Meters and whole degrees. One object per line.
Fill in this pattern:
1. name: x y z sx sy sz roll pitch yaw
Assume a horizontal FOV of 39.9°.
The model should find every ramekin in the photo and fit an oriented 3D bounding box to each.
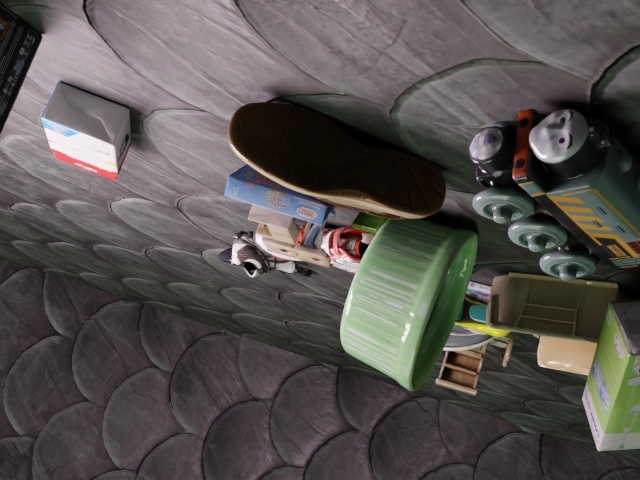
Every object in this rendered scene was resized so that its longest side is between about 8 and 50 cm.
1. ramekin: 0.156 0.100 1.569 0.148 0.304 0.303 21 166 18

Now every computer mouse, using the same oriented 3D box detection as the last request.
1. computer mouse: -0.138 0.054 2.247 0.242 0.041 0.071 11 173 0

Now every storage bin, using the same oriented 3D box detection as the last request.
1. storage bin: 0.494 0.172 1.736 0.260 0.123 0.262 5 160 40

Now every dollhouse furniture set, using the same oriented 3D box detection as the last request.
1. dollhouse furniture set: 0.359 0.278 2.190 0.212 0.161 0.242 15 165 13
2. dollhouse furniture set: -0.031 -0.050 1.561 0.128 0.129 0.184 15 164 12
3. dollhouse furniture set: 0.114 0.009 1.661 0.058 0.076 0.152 14 144 35

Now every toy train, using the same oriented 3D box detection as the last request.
1. toy train: 0.332 -0.058 1.126 0.190 0.142 0.334 -12 146 40

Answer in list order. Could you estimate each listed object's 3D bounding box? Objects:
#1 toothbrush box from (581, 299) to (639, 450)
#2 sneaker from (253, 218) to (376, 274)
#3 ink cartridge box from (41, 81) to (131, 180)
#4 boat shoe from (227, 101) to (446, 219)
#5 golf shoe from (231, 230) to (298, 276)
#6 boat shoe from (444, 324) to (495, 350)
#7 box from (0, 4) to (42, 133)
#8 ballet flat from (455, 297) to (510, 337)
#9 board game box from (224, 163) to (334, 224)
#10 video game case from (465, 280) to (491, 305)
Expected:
1. toothbrush box: 0.585 0.232 1.513 0.206 0.122 0.283 -4 133 0
2. sneaker: 0.001 -0.001 1.779 0.270 0.090 0.145 16 164 -4
3. ink cartridge box: -0.423 -0.193 1.618 0.134 0.078 0.231 21 165 -7
4. boat shoe: 0.016 -0.106 1.342 0.341 0.123 0.123 16 165 -13
5. golf shoe: -0.140 0.053 2.122 0.198 0.094 0.077 28 161 -36
6. boat shoe: 0.254 0.175 2.050 0.319 0.116 0.099 7 138 15
7. box: -0.539 -0.234 1.246 0.060 0.270 0.216 5 161 37
8. ballet flat: 0.308 0.162 1.918 0.230 0.077 0.077 17 145 -2
9. board game box: -0.052 -0.087 1.442 0.160 0.039 0.211 17 -165 5
10. video game case: 0.360 0.125 1.928 0.143 0.019 0.157 15 165 15
